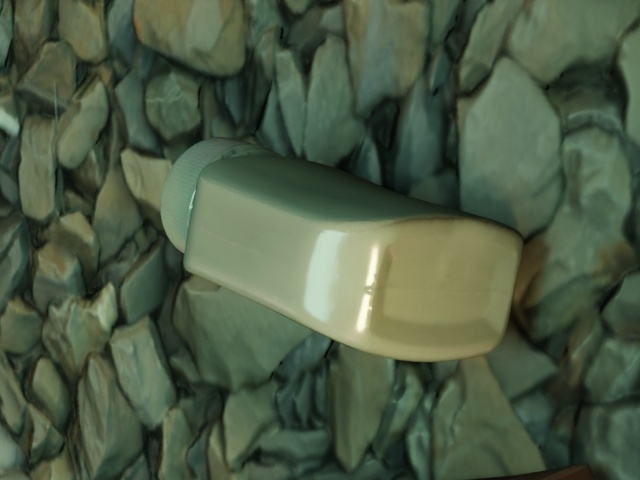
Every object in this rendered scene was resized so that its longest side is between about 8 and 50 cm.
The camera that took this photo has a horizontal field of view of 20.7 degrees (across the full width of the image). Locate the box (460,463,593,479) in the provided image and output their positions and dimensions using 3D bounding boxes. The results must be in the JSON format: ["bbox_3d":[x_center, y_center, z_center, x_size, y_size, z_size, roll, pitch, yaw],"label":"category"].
[{"bbox_3d":[0.040,0.141,0.743,0.111,0.156,0.060,-18,86,49],"label":"box"}]

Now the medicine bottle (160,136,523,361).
[{"bbox_3d":[0.000,0.000,0.820,0.183,0.119,0.069,23,107,49],"label":"medicine bottle"}]
